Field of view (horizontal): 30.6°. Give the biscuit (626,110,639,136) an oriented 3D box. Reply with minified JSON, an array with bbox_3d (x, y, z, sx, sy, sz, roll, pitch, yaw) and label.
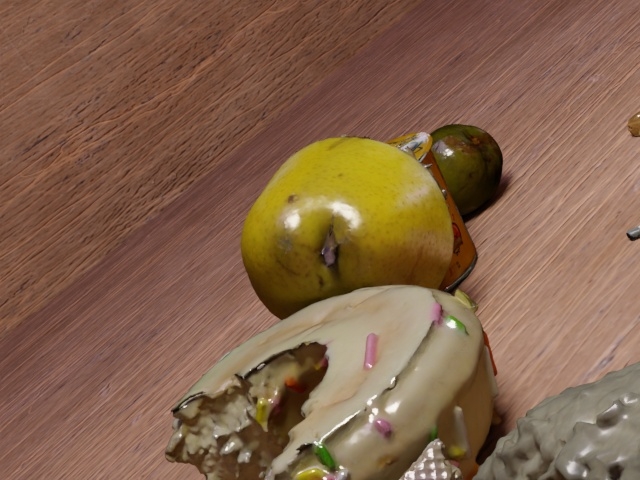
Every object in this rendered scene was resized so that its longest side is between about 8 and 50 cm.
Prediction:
[{"bbox_3d":[0.470,-0.167,1.502,0.133,0.027,0.184,-31,16,0],"label":"biscuit"}]

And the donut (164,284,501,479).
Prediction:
[{"bbox_3d":[0.024,0.167,1.146,0.307,0.150,0.371,-38,17,-19],"label":"donut"}]

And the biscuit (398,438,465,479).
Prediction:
[{"bbox_3d":[0.058,0.266,0.887,0.108,0.062,0.239,35,61,24],"label":"biscuit"}]

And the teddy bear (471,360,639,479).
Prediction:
[{"bbox_3d":[0.288,0.143,0.721,0.367,0.224,0.357,-22,11,-17],"label":"teddy bear"}]

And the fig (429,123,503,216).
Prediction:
[{"bbox_3d":[0.187,-0.070,1.660,0.126,0.185,0.133,13,26,12],"label":"fig"}]

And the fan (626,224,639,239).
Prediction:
[{"bbox_3d":[0.485,-0.066,1.210,0.294,0.012,0.223,-34,17,-4],"label":"fan"}]

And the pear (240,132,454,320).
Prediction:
[{"bbox_3d":[0.002,-0.002,1.306,0.267,0.267,0.178,-26,-11,22],"label":"pear"}]

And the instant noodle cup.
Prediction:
[{"bbox_3d":[0.089,-0.013,1.504,0.216,0.172,0.216,-30,16,10],"label":"instant noodle cup"}]
